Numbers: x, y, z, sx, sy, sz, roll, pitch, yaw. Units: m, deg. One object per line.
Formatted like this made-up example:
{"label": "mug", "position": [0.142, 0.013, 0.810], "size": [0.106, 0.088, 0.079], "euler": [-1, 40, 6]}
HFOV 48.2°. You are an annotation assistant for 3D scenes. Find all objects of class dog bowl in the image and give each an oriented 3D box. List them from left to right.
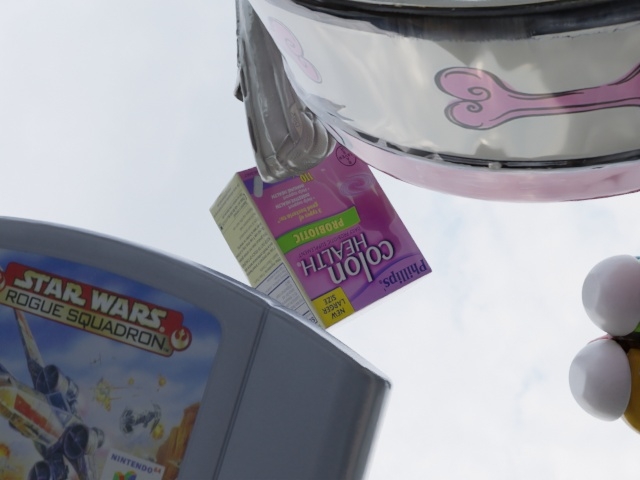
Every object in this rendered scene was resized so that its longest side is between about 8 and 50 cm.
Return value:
{"label": "dog bowl", "position": [0.145, -0.189, 0.476], "size": [0.408, 0.408, 0.150], "euler": [-34, -44, -18]}

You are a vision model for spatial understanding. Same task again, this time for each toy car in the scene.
{"label": "toy car", "position": [0.317, 0.092, 0.692], "size": [0.159, 0.136, 0.182], "euler": [6, -85, -4]}

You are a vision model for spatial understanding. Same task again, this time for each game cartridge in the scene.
{"label": "game cartridge", "position": [-0.125, 0.094, 0.356], "size": [0.297, 0.062, 0.198], "euler": [14, -94, 14]}

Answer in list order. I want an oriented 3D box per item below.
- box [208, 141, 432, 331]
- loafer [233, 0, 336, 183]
{"label": "box", "position": [0.000, 0.000, 1.026], "size": [0.213, 0.117, 0.243], "euler": [-23, -101, -36]}
{"label": "loafer", "position": [-0.072, -0.223, 0.935], "size": [0.112, 0.111, 0.319], "euler": [23, -134, -48]}
